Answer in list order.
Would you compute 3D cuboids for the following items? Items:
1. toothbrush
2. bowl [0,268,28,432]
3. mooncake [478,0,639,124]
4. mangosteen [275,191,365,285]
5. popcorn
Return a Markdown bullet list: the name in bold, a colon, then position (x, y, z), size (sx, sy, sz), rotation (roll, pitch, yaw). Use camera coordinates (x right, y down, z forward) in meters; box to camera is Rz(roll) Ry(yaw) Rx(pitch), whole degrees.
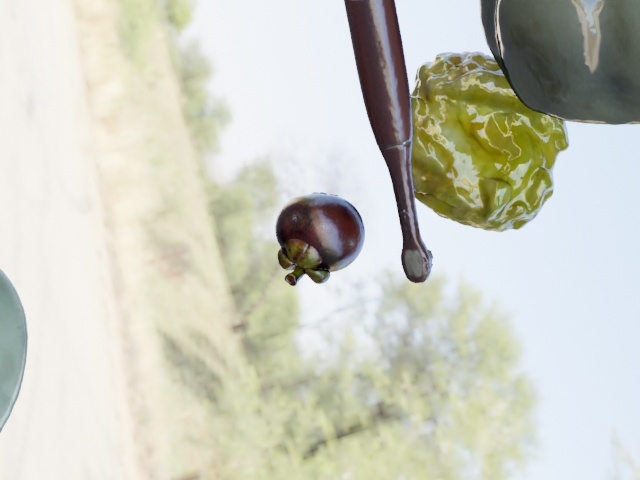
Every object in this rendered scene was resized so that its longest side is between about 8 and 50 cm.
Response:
- **toothbrush**: position (0.049, -0.134, 1.229), size (0.041, 0.041, 0.364), rotation (-118, -165, -70)
- **bowl**: position (-0.460, 0.123, 1.603), size (0.163, 0.307, 0.307), rotation (28, -32, 34)
- **mooncake**: position (0.269, -0.223, 1.383), size (0.275, 0.275, 0.135), rotation (-112, -178, -52)
- **mangosteen**: position (0.000, -0.003, 1.371), size (0.081, 0.081, 0.081), rotation (163, -90, -86)
- **popcorn**: position (0.159, -0.105, 1.634), size (0.155, 0.197, 0.197), rotation (13, -59, 69)
